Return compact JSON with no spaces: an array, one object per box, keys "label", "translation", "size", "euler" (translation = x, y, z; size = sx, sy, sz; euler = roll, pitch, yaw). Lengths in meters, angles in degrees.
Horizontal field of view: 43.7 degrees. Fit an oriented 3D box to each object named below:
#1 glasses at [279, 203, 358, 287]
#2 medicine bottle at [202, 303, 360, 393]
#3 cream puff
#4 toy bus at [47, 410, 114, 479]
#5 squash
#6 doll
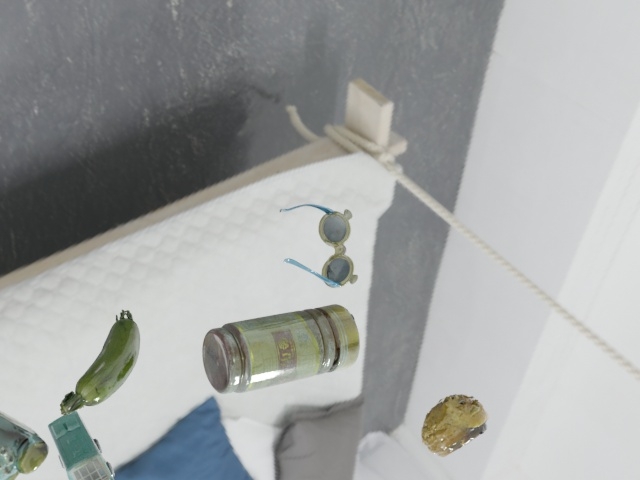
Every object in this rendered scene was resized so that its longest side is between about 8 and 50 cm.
[{"label":"glasses","translation":[-0.023,0.007,1.808],"size":[0.221,0.189,0.088],"euler":[12,157,-42]},{"label":"medicine bottle","translation":[-0.086,0.237,1.751],"size":[0.323,0.151,0.151],"euler":[-7,132,-33]},{"label":"cream puff","translation":[0.338,0.466,2.042],"size":[0.189,0.129,0.189],"euler":[-33,164,-11]},{"label":"toy bus","translation":[-0.497,0.442,1.652],"size":[0.091,0.262,0.109],"euler":[-27,111,-22]},{"label":"squash","translation":[-0.392,0.230,1.504],"size":[0.080,0.318,0.071],"euler":[-1,115,7]},{"label":"doll","translation":[-0.621,0.413,1.372],"size":[0.177,0.162,0.260],"euler":[44,71,-36]}]
